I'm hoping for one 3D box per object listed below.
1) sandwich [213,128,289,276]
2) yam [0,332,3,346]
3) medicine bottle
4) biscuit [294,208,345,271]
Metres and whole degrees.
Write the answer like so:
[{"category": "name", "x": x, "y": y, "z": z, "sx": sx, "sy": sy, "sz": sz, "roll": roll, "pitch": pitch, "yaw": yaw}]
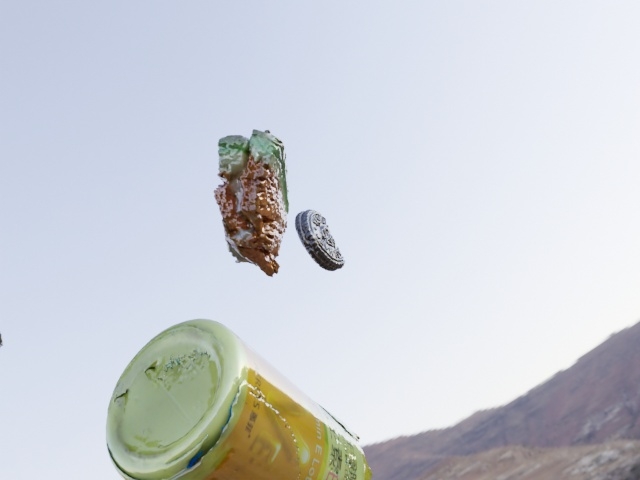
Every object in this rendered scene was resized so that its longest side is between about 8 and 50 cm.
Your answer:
[{"category": "sandwich", "x": -0.106, "y": -0.054, "z": 1.084, "sx": 0.109, "sy": 0.160, "sz": 0.185, "roll": 7, "pitch": -29, "yaw": 6}, {"category": "yam", "x": -0.517, "y": 0.105, "z": 0.942, "sx": 0.168, "sy": 0.304, "sz": 0.168, "roll": -25, "pitch": -52, "yaw": -36}, {"category": "medicine bottle", "x": -0.049, "y": 0.165, "z": 0.591, "sx": 0.124, "sy": 0.124, "sz": 0.239, "roll": -35, "pitch": -42, "yaw": 8}, {"category": "biscuit", "x": 0.000, "y": 0.000, "z": 0.999, "sx": 0.027, "sy": 0.087, "sz": 0.089, "roll": -33, "pitch": -54, "yaw": 22}]
